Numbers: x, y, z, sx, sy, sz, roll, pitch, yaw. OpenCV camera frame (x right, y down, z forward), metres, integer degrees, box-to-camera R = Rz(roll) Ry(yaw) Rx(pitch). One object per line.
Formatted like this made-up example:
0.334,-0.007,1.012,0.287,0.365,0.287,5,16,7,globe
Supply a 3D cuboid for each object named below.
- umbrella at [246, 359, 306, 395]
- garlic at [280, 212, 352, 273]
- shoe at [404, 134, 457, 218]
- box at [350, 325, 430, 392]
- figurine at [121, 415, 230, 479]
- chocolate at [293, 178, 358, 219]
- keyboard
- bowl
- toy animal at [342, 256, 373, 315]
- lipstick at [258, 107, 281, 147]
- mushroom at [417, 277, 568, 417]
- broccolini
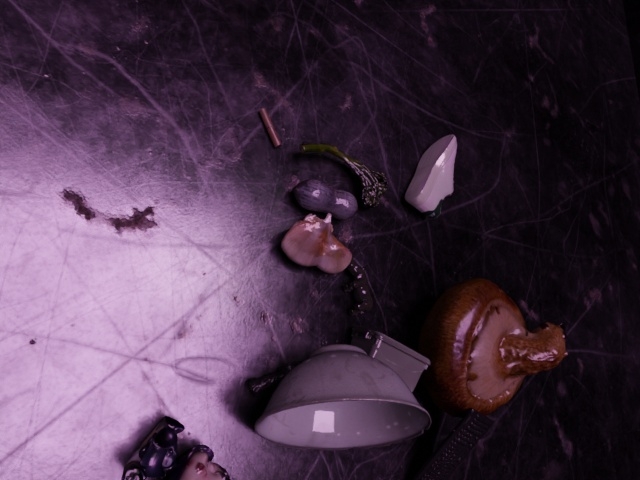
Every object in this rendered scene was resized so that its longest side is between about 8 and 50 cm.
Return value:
-0.077,0.273,0.844,0.144,0.040,0.037,-14,112,-28,umbrella
0.000,0.009,0.927,0.175,0.099,0.123,29,80,-22,garlic
0.330,-0.177,1.174,0.110,0.095,0.264,44,65,-21,shoe
0.143,0.270,0.934,0.172,0.124,0.092,31,74,-19,box
-0.223,0.417,0.677,0.222,0.145,0.145,47,59,-5,figurine
0.014,-0.094,0.973,0.167,0.072,0.072,18,69,-28,chocolate
0.288,0.488,0.942,0.087,0.017,0.250,35,96,-24,keyboard
0.036,0.287,0.792,0.314,0.313,0.146,21,44,-25,bowl
0.088,0.105,0.982,0.065,0.047,0.135,-9,81,-37,toy animal
-0.117,-0.262,0.969,0.019,0.019,0.094,-25,91,-33,lipstick
0.403,0.253,0.997,0.346,0.260,0.344,0,91,-37,mushroom
0.058,-0.156,1.020,0.272,0.062,0.123,20,53,-31,broccolini
